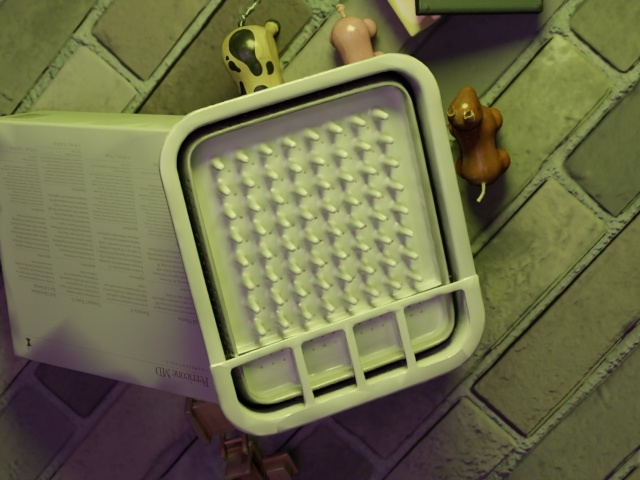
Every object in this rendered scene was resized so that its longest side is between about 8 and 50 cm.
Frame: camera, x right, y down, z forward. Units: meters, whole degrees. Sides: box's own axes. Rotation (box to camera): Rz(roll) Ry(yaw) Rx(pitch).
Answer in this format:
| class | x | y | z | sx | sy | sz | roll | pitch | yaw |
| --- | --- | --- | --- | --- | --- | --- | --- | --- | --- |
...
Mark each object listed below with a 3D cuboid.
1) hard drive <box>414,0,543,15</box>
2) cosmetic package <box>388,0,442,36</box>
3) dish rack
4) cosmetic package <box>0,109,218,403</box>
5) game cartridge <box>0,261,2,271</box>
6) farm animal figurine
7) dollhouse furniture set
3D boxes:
| class | x | y | z | sx | sy | sz | roll | pitch | yaw |
| --- | --- | --- | --- | --- | --- | --- | --- | --- | --- |
| hard drive | 0.165 | -0.284 | 1.525 | 0.135 | 0.022 | 0.094 | -2 | 90 | -9 |
| cosmetic package | 0.086 | -0.278 | 1.558 | 0.041 | 0.060 | 0.115 | -32 | 97 | 17 |
| dish rack | 0.000 | 0.000 | 1.418 | 0.285 | 0.072 | 0.333 | -18 | 110 | -14 |
| cosmetic package | -0.209 | 0.007 | 1.584 | 0.377 | 0.097 | 0.284 | 7 | 106 | 43 |
| game cartridge | -0.524 | -0.049 | 1.690 | 0.297 | 0.198 | 0.062 | 14 | 63 | 9 |
| farm animal figurine | 0.025 | -0.073 | 1.562 | 0.330 | 0.172 | 0.327 | 18 | 107 | 7 |
| dollhouse furniture set | -0.040 | 0.199 | 1.704 | 0.181 | 0.101 | 0.161 | -16 | 124 | 15 |
